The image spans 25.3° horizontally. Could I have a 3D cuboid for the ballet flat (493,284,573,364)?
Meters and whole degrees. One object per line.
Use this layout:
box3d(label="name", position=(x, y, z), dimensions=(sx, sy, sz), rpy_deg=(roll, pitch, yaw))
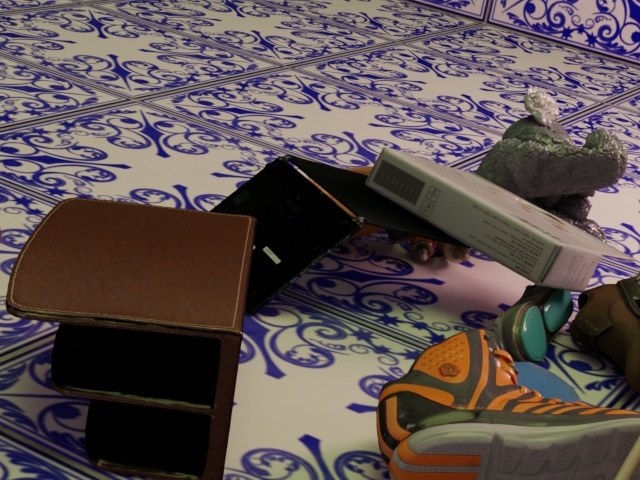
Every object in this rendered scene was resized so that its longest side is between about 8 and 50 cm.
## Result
box3d(label="ballet flat", position=(0.239, 0.101, 1.664), dimensions=(0.068, 0.072, 0.213), rpy_deg=(-11, 9, 27))

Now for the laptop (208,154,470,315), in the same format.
box3d(label="laptop", position=(0.000, 0.000, 1.746), dimensions=(0.264, 0.137, 0.234), rpy_deg=(-39, 34, -7))

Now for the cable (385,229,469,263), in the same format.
box3d(label="cable", position=(0.154, -0.017, 1.977), dimensions=(0.139, 0.072, 0.287), rpy_deg=(-9, 8, -2))

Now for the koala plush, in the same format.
box3d(label="koala plush", position=(0.310, -0.109, 2.027), dimensions=(0.203, 0.196, 0.221), rpy_deg=(8, 32, -2))

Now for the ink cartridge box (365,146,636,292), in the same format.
box3d(label="ink cartridge box", position=(0.226, -0.021, 1.771), dimensions=(0.275, 0.060, 0.239), rpy_deg=(32, 11, 32))

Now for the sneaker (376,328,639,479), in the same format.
box3d(label="sneaker", position=(0.207, 0.160, 1.333), dimensions=(0.321, 0.125, 0.180), rpy_deg=(7, 32, -13))

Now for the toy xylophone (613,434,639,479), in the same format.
box3d(label="toy xylophone", position=(0.369, 0.201, 1.163), dimensions=(0.236, 0.081, 0.323), rpy_deg=(26, 66, 10))

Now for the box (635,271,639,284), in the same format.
box3d(label="box", position=(0.468, 0.050, 1.709), dimensions=(0.087, 0.058, 0.232), rpy_deg=(-36, 9, -29))

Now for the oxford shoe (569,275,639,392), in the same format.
box3d(label="oxford shoe", position=(0.342, 0.119, 1.654), dimensions=(0.096, 0.083, 0.227), rpy_deg=(-9, 20, 4))

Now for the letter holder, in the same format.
box3d(label="letter holder", position=(-0.181, 0.082, 1.346), dimensions=(0.214, 0.152, 0.302), rpy_deg=(8, 20, -3))

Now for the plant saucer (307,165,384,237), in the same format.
box3d(label="plant saucer", position=(0.040, -0.048, 1.912), dimensions=(0.200, 0.037, 0.200), rpy_deg=(-9, 21, 4))

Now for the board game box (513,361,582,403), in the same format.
box3d(label="board game box", position=(0.184, 0.174, 1.463), dimensions=(0.168, 0.033, 0.133), rpy_deg=(0, 27, -15))
